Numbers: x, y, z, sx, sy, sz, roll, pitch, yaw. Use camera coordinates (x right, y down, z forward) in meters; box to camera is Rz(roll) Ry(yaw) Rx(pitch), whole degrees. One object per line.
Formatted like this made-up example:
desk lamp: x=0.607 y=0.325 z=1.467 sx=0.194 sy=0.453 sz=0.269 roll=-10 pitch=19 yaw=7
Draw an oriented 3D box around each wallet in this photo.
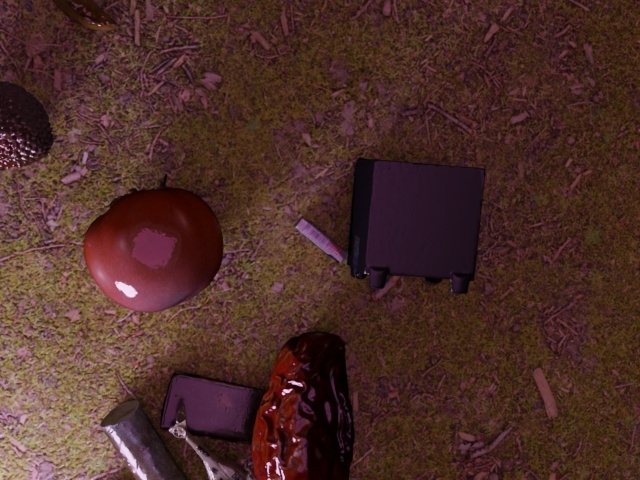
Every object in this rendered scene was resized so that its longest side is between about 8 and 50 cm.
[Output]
wallet: x=-0.205 y=0.348 z=1.543 sx=0.232 sy=0.031 sz=0.121 roll=14 pitch=87 yaw=-12

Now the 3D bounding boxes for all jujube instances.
jujube: x=-0.027 y=0.349 z=1.489 sx=0.216 sy=0.216 sz=0.341 roll=10 pitch=84 yaw=-9

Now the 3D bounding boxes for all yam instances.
yam: x=-0.336 y=0.446 z=1.497 sx=0.093 sy=0.093 sz=0.259 roll=-31 pitch=98 yaw=-6

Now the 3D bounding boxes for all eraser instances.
eraser: x=0.000 y=0.000 z=1.548 sx=0.122 sy=0.052 sz=0.029 roll=39 pitch=85 yaw=-8

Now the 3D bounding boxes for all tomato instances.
tomato: x=-0.307 y=0.015 z=1.405 sx=0.256 sy=0.256 sz=0.224 roll=-29 pitch=81 yaw=-6

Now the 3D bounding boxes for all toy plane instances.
toy plane: x=-0.206 y=0.448 z=1.495 sx=0.108 sy=0.092 sz=0.286 roll=-35 pitch=108 yaw=16

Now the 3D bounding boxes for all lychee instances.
lychee: x=-0.593 y=-0.216 z=1.391 sx=0.197 sy=0.165 sz=0.165 roll=27 pitch=88 yaw=-9

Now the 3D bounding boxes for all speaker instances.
speaker: x=0.188 y=-0.032 z=1.511 sx=0.232 sy=0.184 sz=0.253 roll=4 pitch=95 yaw=-9

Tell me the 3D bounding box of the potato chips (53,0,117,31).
potato chips: x=-0.541 y=-0.560 z=1.439 sx=0.080 sy=0.057 sz=0.407 roll=-36 pitch=97 yaw=-19
